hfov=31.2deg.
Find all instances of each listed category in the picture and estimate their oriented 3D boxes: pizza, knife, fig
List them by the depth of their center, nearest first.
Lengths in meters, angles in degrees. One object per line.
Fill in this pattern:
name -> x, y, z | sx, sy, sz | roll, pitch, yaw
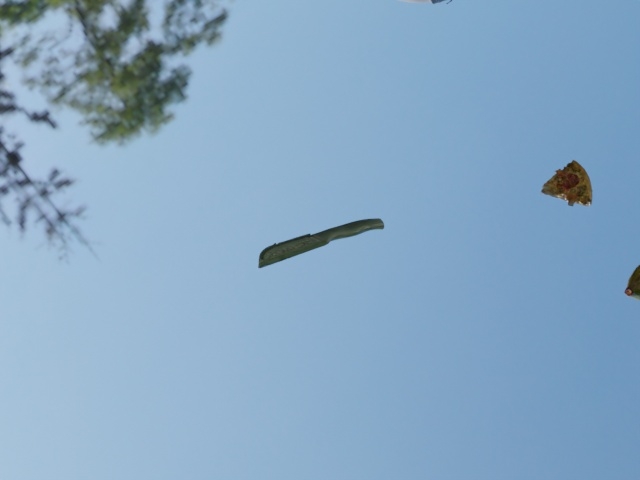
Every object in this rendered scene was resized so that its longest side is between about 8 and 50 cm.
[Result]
knife -> 0.000, -0.001, 1.385 | 0.210, 0.015, 0.028 | -17, -137, -39
pizza -> 0.382, -0.085, 1.778 | 0.078, 0.025, 0.083 | -14, -116, -3
fig -> 0.563, 0.073, 1.974 | 0.088, 0.074, 0.074 | -28, -149, -12

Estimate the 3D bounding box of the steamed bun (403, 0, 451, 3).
steamed bun -> 0.116, -0.509, 1.646 | 0.309, 0.309, 0.309 | -21, -146, 15
